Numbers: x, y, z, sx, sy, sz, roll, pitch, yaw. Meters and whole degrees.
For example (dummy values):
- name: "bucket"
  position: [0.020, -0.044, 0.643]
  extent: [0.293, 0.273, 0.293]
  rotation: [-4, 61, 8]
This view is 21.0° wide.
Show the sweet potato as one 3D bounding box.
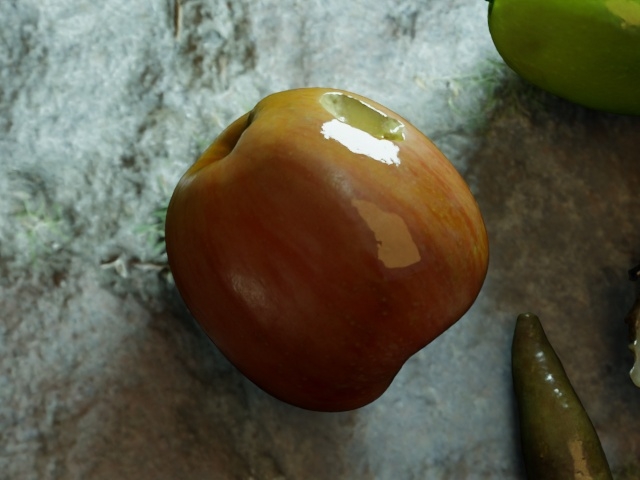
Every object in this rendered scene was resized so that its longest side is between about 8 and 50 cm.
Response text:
- name: "sweet potato"
  position: [0.206, 0.181, 1.503]
  extent: [0.077, 0.077, 0.244]
  rotation: [-17, 77, -26]

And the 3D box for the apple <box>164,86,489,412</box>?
- name: "apple"
  position: [0.000, 0.000, 1.371]
  extent: [0.241, 0.242, 0.242]
  rotation: [43, 64, 0]

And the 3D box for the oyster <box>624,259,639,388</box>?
- name: "oyster"
  position: [0.371, 0.014, 1.582]
  extent: [0.197, 0.133, 0.337]
  rotation: [7, 65, -4]

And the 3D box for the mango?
- name: "mango"
  position: [0.314, -0.191, 1.584]
  extent: [0.343, 0.192, 0.156]
  rotation: [4, 112, -24]
